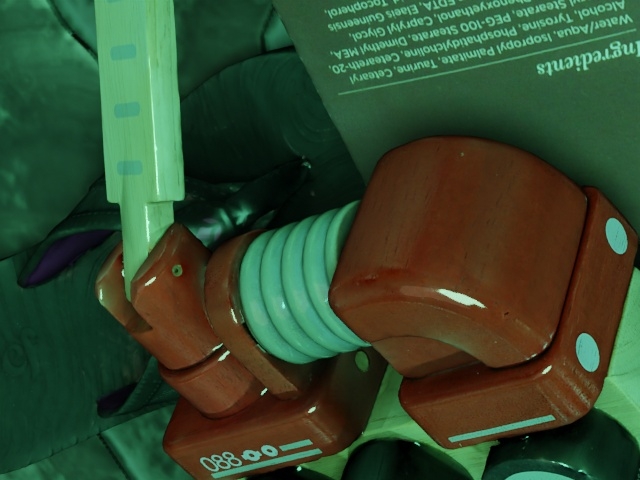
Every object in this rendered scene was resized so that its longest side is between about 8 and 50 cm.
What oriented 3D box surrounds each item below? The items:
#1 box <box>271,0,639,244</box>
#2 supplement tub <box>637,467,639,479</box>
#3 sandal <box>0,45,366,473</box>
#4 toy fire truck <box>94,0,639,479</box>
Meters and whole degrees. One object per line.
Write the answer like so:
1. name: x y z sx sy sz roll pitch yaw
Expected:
1. box: 0.097 -0.115 0.736 0.167 0.168 0.203 -9 122 33
2. supplement tub: 0.117 0.209 0.778 0.207 0.338 0.207 12 115 27
3. sandal: -0.114 0.042 0.989 0.446 0.107 0.167 -32 91 35
4. toy fire truck: 0.000 0.000 0.684 0.217 0.158 0.246 -19 127 40
